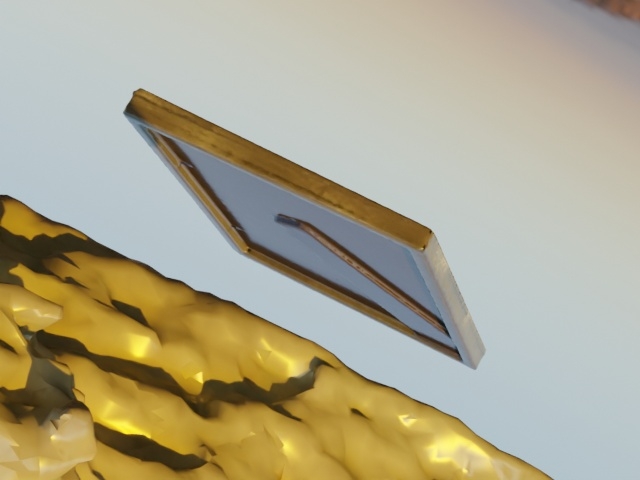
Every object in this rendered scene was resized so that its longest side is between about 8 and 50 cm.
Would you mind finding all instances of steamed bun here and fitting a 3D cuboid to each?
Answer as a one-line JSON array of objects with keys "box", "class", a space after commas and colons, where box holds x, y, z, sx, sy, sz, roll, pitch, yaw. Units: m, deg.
[{"box": [-0.084, 0.163, 0.333, 0.290, 0.273, 0.272, 42, -158, -7], "class": "steamed bun"}]

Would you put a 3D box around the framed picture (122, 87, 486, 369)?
[{"box": [0.000, 0.000, 0.782, 0.150, 0.015, 0.203, 26, 169, 19], "class": "framed picture"}]
